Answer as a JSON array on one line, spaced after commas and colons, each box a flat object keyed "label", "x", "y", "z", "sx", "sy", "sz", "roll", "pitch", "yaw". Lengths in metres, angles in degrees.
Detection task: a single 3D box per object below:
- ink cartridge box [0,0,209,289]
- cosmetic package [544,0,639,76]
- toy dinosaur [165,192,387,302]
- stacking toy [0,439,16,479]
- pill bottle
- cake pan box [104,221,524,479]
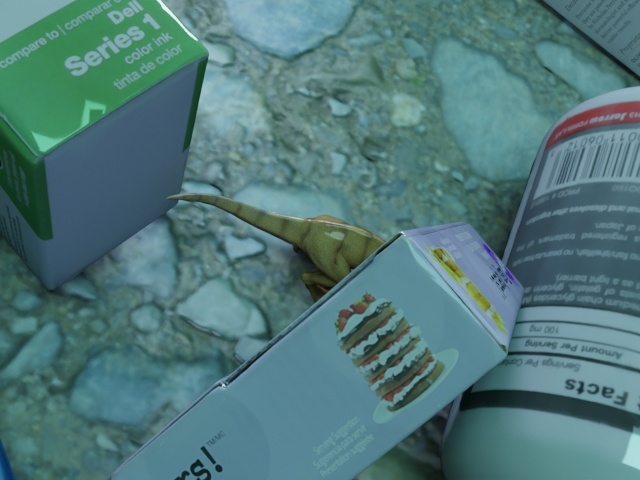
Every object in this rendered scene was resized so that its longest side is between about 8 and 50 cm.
[{"label": "ink cartridge box", "x": -0.209, "y": -0.132, "z": 0.554, "sx": 0.117, "sy": 0.201, "sz": 0.278, "roll": -39, "pitch": 82, "yaw": -24}, {"label": "cosmetic package", "x": 0.263, "y": -0.313, "z": 0.793, "sx": 0.365, "sy": 0.155, "sz": 0.197, "roll": 40, "pitch": 65, "yaw": 4}, {"label": "toy dinosaur", "x": 0.000, "y": 0.000, "z": 0.629, "sx": 0.211, "sy": 0.112, "sz": 0.064, "roll": 18, "pitch": 67, "yaw": -6}, {"label": "stacking toy", "x": -0.320, "y": 0.181, "z": 0.479, "sx": 0.302, "sy": 0.175, "sz": 0.166, "roll": -25, "pitch": 76, "yaw": -7}, {"label": "pill bottle", "x": 0.200, "y": 0.098, "z": 0.588, "sx": 0.210, "sy": 0.210, "sz": 0.363, "roll": 25, "pitch": 66, "yaw": -3}, {"label": "cake pan box", "x": -0.018, "y": 0.096, "z": 0.467, "sx": 0.267, "sy": 0.246, "sz": 0.070, "roll": -41, "pitch": 80, "yaw": 11}]
